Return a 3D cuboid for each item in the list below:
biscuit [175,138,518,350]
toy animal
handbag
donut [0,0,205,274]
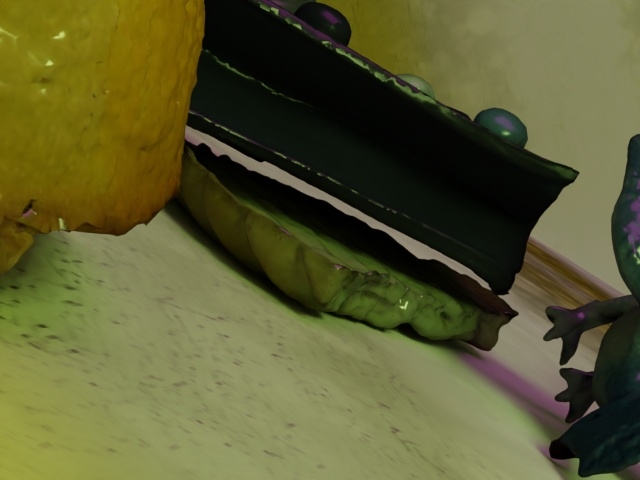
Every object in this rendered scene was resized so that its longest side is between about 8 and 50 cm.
[{"bbox_3d":[0.000,0.000,0.789,0.187,0.036,0.273,36,9,31],"label":"biscuit"},{"bbox_3d":[0.201,0.070,0.738,0.176,0.255,0.239,-3,-69,60],"label":"toy animal"},{"bbox_3d":[-0.025,-0.099,0.832,0.325,0.118,0.269,28,3,-19],"label":"handbag"},{"bbox_3d":[-0.155,-0.078,0.433,0.253,0.118,0.253,17,13,-4],"label":"donut"}]
